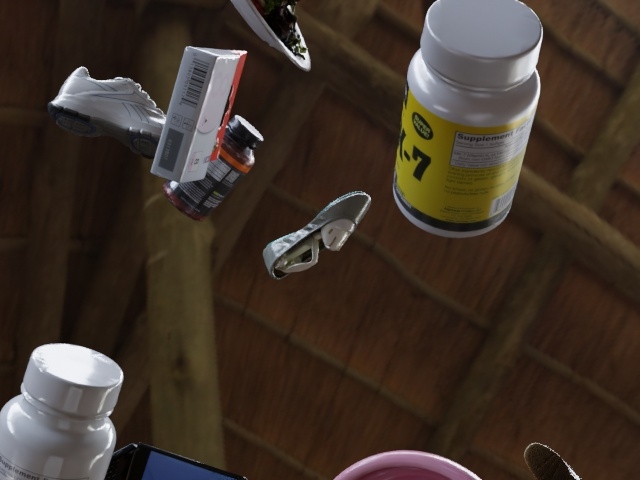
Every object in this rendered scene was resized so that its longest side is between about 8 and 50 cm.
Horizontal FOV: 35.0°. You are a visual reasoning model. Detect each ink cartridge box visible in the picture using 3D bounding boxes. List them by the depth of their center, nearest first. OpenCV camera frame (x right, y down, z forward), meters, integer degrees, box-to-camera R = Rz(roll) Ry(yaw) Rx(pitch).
[{"bbox_3d":[-0.155,-0.189,1.502,0.066,0.189,0.232,23,-165,18],"label":"ink cartridge box"}]

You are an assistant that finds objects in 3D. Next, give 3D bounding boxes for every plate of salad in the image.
[{"bbox_3d":[-0.052,-0.217,0.750,0.200,0.048,0.200,57,-169,-18],"label":"plate of salad"}]

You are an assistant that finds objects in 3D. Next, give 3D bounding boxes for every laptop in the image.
[{"bbox_3d":[-0.266,0.399,1.386,0.264,0.234,0.136,-25,-120,-40],"label":"laptop"}]

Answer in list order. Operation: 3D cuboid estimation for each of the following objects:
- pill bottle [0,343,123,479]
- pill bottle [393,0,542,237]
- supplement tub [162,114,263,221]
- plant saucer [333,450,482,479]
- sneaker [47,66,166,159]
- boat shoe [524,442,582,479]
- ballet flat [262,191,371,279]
[{"bbox_3d":[-0.299,0.238,1.124,0.131,0.229,0.131,19,-166,-5],"label":"pill bottle"},{"bbox_3d":[0.133,-0.112,0.924,0.119,0.209,0.119,2,-133,-2],"label":"pill bottle"},{"bbox_3d":[-0.195,-0.137,1.884,0.106,0.198,0.106,42,-170,-9],"label":"supplement tub"},{"bbox_3d":[0.142,0.468,1.482,0.332,0.332,0.084,55,-162,12],"label":"plant saucer"},{"bbox_3d":[-0.359,-0.243,1.930,0.297,0.111,0.129,21,-114,-9],"label":"sneaker"},{"bbox_3d":[0.385,0.386,1.647,0.152,0.056,0.049,45,176,-2],"label":"boat shoe"},{"bbox_3d":[0.000,0.000,1.637,0.072,0.213,0.068,31,-144,-47],"label":"ballet flat"}]
